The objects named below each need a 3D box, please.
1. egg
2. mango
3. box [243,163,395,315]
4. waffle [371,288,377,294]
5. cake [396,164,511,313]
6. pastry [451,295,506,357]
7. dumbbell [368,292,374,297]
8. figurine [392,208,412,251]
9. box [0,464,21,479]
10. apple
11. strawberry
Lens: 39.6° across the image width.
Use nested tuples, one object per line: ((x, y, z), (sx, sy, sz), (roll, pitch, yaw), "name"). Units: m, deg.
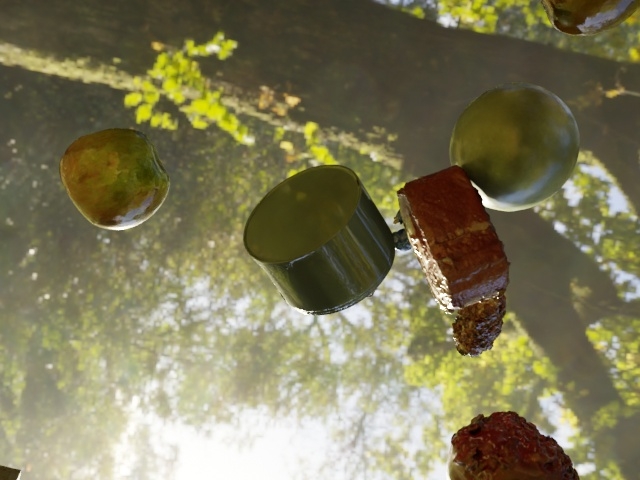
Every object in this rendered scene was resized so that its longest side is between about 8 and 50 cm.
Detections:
((0.398, -0.192, 1.822), (0.352, 0.259, 0.258), (-26, 133, -63), "egg")
((0.496, -0.498, 1.511), (0.317, 0.211, 0.173), (-52, -161, 27), "mango")
((0.000, 0.000, 1.532), (0.226, 0.149, 0.226), (-21, -142, 17), "box")
((0.015, 0.014, 1.844), (0.052, 0.245, 0.254), (-45, -128, -3), "waffle")
((0.250, 0.004, 1.710), (0.177, 0.151, 0.282), (97, -29, -64), "cake")
((0.404, 0.202, 2.251), (0.097, 0.115, 0.208), (-122, -144, -43), "pastry")
((0.097, 0.097, 2.172), (0.231, 0.082, 0.092), (61, 54, -87), "dumbbell")
((0.269, -0.042, 2.124), (0.262, 0.164, 0.120), (-44, -130, 43), "figurine")
((-0.491, 0.365, 1.310), (0.079, 0.083, 0.035), (-92, -160, -69), "box")
((-0.481, -0.154, 2.111), (0.226, 0.246, 0.246), (-32, -144, 8), "apple")
((0.377, 0.447, 1.765), (0.274, 0.274, 0.220), (-55, -169, 52), "strawberry")
